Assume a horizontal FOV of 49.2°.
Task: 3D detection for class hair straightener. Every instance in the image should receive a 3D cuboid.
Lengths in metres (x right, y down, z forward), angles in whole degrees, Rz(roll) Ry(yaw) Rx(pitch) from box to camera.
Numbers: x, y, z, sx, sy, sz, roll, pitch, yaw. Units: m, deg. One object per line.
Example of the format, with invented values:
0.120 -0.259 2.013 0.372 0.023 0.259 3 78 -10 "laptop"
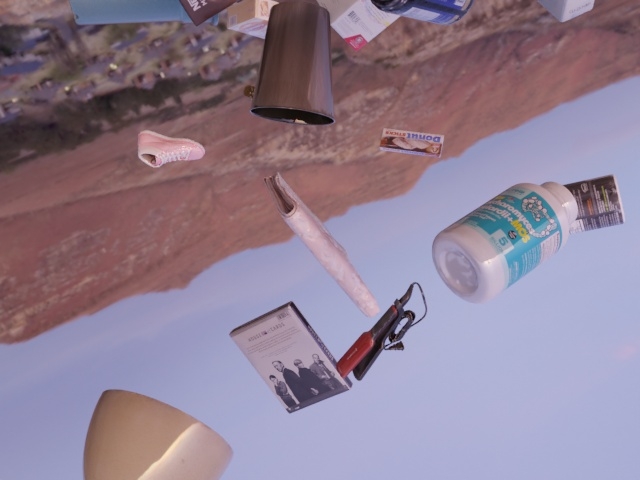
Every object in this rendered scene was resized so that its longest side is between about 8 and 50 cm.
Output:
0.125 0.173 1.308 0.230 0.089 0.047 -56 -143 16 "hair straightener"

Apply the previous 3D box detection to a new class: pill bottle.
0.639 -0.081 1.793 0.246 0.130 0.130 -12 -168 22 "pill bottle"
0.155 -0.440 1.180 0.219 0.122 0.123 -4 170 -42 "pill bottle"
0.336 -0.009 1.239 0.264 0.146 0.146 -31 -172 -26 "pill bottle"

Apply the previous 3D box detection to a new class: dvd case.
-0.066 0.262 1.544 0.179 0.238 0.029 -28 -166 28 "dvd case"

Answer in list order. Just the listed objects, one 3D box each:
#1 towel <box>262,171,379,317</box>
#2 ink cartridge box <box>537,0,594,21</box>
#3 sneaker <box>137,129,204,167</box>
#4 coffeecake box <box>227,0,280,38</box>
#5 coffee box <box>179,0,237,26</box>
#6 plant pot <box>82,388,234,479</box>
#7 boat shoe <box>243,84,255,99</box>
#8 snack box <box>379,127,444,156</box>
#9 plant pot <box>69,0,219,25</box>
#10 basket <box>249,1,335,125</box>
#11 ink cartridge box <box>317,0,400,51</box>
0.000 0.000 1.662 0.053 0.332 0.317 -39 -154 4 "towel"
0.307 -0.490 0.999 0.060 0.275 0.238 -24 146 -9 "ink cartridge box"
-0.300 -0.171 1.391 0.134 0.070 0.051 13 141 -18 "sneaker"
-0.160 -0.652 2.067 0.186 0.068 0.142 2 178 -42 "coffeecake box"
-0.203 -0.586 1.486 0.247 0.141 0.098 -32 -144 0 "coffee box"
-0.332 0.436 1.318 0.284 0.284 0.190 -19 -142 47 "plant pot"
-0.154 -0.405 1.995 0.050 0.135 0.045 -61 -176 9 "boat shoe"
0.265 -0.285 2.035 0.178 0.064 0.022 9 162 13 "snack box"
-0.442 -0.664 1.668 0.334 0.340 0.341 -12 -176 -12 "plant pot"
-0.052 -0.373 1.479 0.154 0.226 0.204 3 180 43 "basket"
0.104 -0.591 1.731 0.176 0.127 0.128 -35 143 18 "ink cartridge box"
